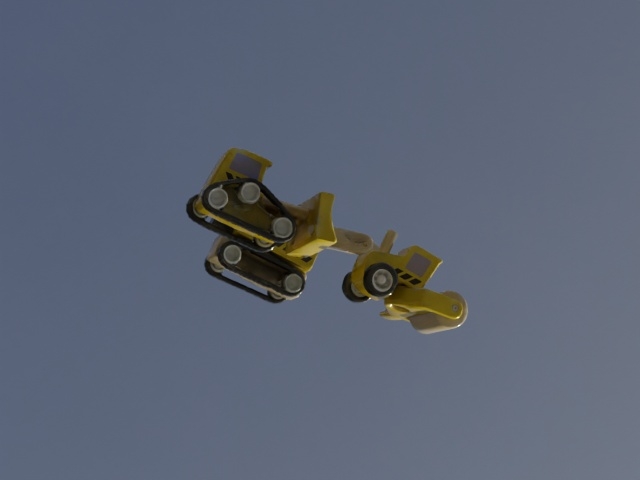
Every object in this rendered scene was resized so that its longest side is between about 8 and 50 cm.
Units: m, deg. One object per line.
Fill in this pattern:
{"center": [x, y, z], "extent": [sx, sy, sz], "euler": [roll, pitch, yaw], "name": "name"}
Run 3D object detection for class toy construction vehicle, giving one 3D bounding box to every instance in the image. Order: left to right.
{"center": [0.000, 0.000, 0.559], "extent": [0.098, 0.086, 0.035], "euler": [24, -106, -11], "name": "toy construction vehicle"}
